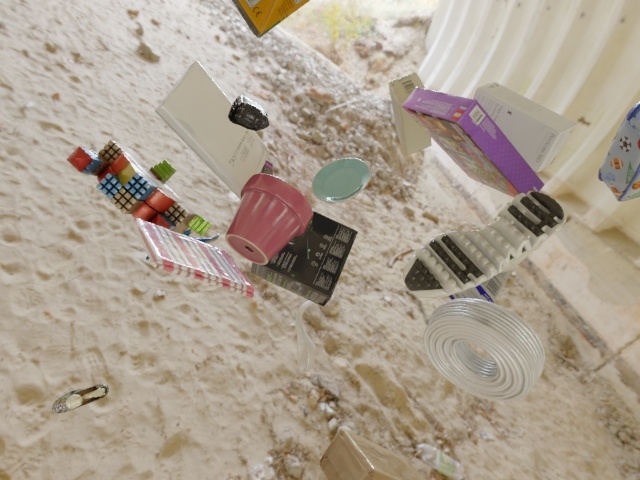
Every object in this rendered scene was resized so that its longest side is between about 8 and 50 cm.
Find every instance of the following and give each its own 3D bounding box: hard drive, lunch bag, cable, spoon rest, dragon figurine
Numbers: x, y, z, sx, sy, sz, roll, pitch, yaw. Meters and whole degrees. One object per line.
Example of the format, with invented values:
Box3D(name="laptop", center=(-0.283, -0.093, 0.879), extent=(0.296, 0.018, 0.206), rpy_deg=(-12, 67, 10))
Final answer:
Box3D(name="hard drive", center=(-0.302, -0.322, 1.271), extent=(0.353, 0.047, 0.233), rpy_deg=(50, 42, -37))
Box3D(name="lunch bag", center=(0.821, -0.228, 1.000), extent=(0.303, 0.243, 0.115), rpy_deg=(68, 3, -57))
Box3D(name="cable", center=(0.358, 0.245, 0.954), extent=(0.257, 0.257, 0.089), rpy_deg=(33, 52, 24))
Box3D(name="spoon rest", center=(-0.057, 0.357, 1.594), extent=(0.084, 0.277, 0.137), rpy_deg=(10, -7, -19))
Box3D(name="dragon figurine", center=(-0.508, 0.009, 1.595), extent=(0.289, 0.085, 0.144), rpy_deg=(-43, 104, -32))

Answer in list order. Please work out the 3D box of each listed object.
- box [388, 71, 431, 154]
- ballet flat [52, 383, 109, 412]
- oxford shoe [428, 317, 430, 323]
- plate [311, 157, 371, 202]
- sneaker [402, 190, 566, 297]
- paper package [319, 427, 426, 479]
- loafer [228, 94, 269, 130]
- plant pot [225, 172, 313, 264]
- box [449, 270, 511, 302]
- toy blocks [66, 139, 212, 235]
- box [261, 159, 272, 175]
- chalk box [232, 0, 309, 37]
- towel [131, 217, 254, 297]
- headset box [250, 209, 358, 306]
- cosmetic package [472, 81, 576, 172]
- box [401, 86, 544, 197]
Box3D(name="box", center=(0.381, -0.525, 1.789), extent=(0.311, 0.121, 0.148), rpy_deg=(60, 12, -58))
Box3D(name="ballet flat", center=(-0.519, 0.342, 0.927), extent=(0.114, 0.041, 0.041), rpy_deg=(-11, 53, -49))
Box3D(name="oxford shoe", center=(0.464, 0.291, 1.463), extent=(0.076, 0.212, 0.076), rpy_deg=(19, 69, -47))
Box3D(name="plate", center=(0.064, -0.180, 1.299), extent=(0.188, 0.188, 0.024), rpy_deg=(61, -3, 42))
Box3D(name="sneaker", center=(0.281, 0.029, 0.739), extent=(0.118, 0.292, 0.110), rpy_deg=(72, -9, -58))
Box3D(name="paper package", center=(0.204, 0.827, 1.433), extent=(0.324, 0.168, 0.309), rpy_deg=(33, -7, -16))
Box3D(name="loafer", center=(-0.184, -0.319, 1.081), extent=(0.078, 0.076, 0.223), rpy_deg=(23, 13, -28))
Box3D(name="plant pot", center=(-0.148, -0.045, 1.117), extent=(0.201, 0.201, 0.180), rpy_deg=(35, 64, -7))
Box3D(name="box", center=(0.447, 0.118, 1.209), extent=(0.072, 0.137, 0.126), rpy_deg=(47, 60, -7))
Box3D(name="toy blocks", center=(-0.494, -0.137, 1.158), extent=(0.381, 0.191, 0.261), rpy_deg=(44, 0, -4))
Box3D(name="box", center=(-0.216, -0.224, 1.551), extent=(0.116, 0.029, 0.162), rpy_deg=(29, 56, -61))
Box3D(name="chalk box", center=(-0.112, -0.484, 0.607), extent=(0.289, 0.179, 0.180), rpy_deg=(61, 8, 24))
Box3D(name="towel", center=(-0.214, 0.034, 0.715), extent=(0.197, 0.029, 0.144), rpy_deg=(26, 9, -43))
Box3D(name="headset box", center=(-0.061, 0.034, 1.355), extent=(0.283, 0.131, 0.246), rpy_deg=(24, 64, -2))
Box3D(name="cosmetic package", center=(0.479, -0.282, 1.044), extent=(0.085, 0.117, 0.231), rpy_deg=(-27, 55, -29))
Box3D(name="box", center=(0.329, -0.206, 0.921), extent=(0.293, 0.057, 0.201), rpy_deg=(33, 9, -32))
